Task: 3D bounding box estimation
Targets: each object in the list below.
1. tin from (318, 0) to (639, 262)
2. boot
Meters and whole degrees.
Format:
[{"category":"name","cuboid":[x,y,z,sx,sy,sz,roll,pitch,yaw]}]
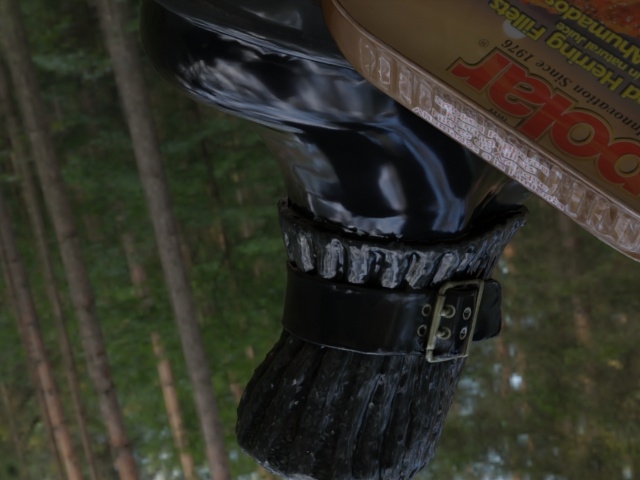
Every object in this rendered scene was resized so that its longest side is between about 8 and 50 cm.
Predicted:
[{"category":"tin","cuboid":[0.081,-0.063,0.362,0.189,0.040,0.106,37,-112,17]},{"category":"boot","cuboid":[0.003,0.002,0.621,0.131,0.260,0.348,37,-165,38]}]
